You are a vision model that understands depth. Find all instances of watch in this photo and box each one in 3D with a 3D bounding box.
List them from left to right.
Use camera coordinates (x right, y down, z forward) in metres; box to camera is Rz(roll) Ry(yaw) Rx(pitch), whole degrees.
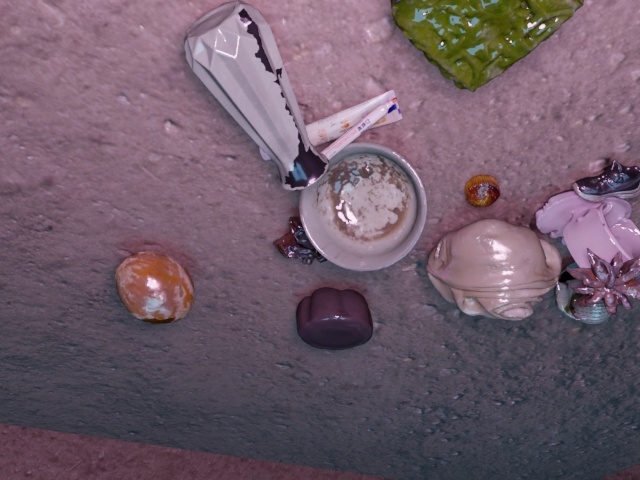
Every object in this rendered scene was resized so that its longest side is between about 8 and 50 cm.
[{"bbox_3d":[0.669,0.004,1.388,0.244,0.232,0.196,20,139,-27],"label":"watch"}]

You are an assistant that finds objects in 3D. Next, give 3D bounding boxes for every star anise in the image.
[{"bbox_3d":[0.006,-0.003,1.469,0.214,0.099,0.220,20,136,-37],"label":"star anise"},{"bbox_3d":[0.659,0.104,1.286,0.195,0.065,0.183,4,124,18],"label":"star anise"}]

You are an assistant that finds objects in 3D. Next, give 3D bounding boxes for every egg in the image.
[{"bbox_3d":[-0.451,0.129,1.544,0.194,0.195,0.233,-24,135,25],"label":"egg"}]

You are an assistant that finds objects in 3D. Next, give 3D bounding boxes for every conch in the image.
[{"bbox_3d":[0.764,0.143,1.636,0.172,0.200,0.131,2,-179,17],"label":"conch"}]

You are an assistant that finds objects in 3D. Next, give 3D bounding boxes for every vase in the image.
[{"bbox_3d":[-0.107,-0.263,1.081,0.165,0.165,0.360,-17,131,19],"label":"vase"}]

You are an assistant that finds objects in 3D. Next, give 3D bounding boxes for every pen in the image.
[{"bbox_3d":[0.074,-0.229,1.194,0.218,0.026,0.026,-36,130,21],"label":"pen"}]

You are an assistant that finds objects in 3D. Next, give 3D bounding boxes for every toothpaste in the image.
[{"bbox_3d":[0.017,-0.240,1.221,0.314,0.056,0.058,-17,-179,11],"label":"toothpaste"}]

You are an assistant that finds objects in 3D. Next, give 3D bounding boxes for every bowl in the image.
[{"bbox_3d":[0.109,-0.082,1.302,0.289,0.146,0.290,3,101,18],"label":"bowl"}]

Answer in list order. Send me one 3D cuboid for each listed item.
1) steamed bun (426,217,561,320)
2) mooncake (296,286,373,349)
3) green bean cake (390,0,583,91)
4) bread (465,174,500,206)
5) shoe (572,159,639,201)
[{"bbox_3d":[0.442,0.102,1.469,0.309,0.220,0.324,23,152,-28],"label":"steamed bun"},{"bbox_3d":[0.044,0.245,1.736,0.244,0.133,0.245,-1,140,-1],"label":"mooncake"},{"bbox_3d":[0.268,-0.410,0.941,0.249,0.157,0.246,-32,132,32],"label":"green bean cake"},{"bbox_3d":[0.394,-0.117,1.372,0.084,0.053,0.085,-1,140,-1],"label":"bread"},{"bbox_3d":[0.686,-0.149,1.334,0.168,0.071,0.100,-3,137,-3],"label":"shoe"}]
